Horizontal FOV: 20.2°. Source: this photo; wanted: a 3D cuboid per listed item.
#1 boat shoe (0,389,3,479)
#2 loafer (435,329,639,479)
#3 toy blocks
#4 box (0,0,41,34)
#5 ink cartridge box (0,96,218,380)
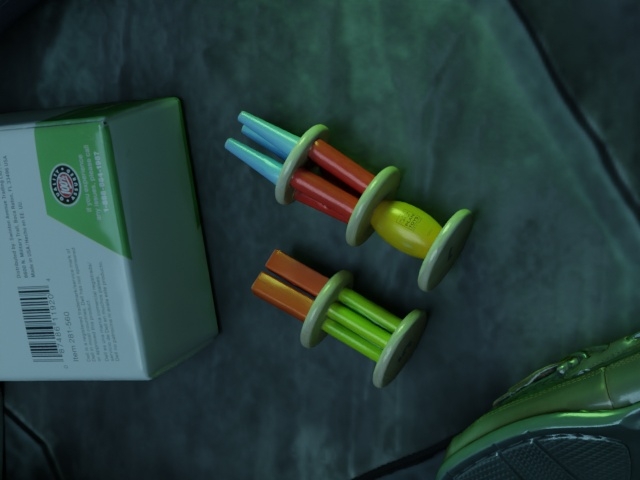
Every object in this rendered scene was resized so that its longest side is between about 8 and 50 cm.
[{"bbox_3d":[-0.262,0.190,1.223,0.070,0.078,0.219,11,101,23],"label":"boat shoe"},{"bbox_3d":[0.184,0.088,0.979,0.267,0.084,0.096,-24,124,33],"label":"loafer"},{"bbox_3d":[0.000,0.000,1.046,0.148,0.054,0.123,31,115,16],"label":"toy blocks"},{"bbox_3d":[-0.280,-0.216,0.947,0.296,0.294,0.183,-35,64,25],"label":"box"},{"bbox_3d":[-0.190,0.001,1.117,0.219,0.092,0.160,-2,103,27],"label":"ink cartridge box"}]
